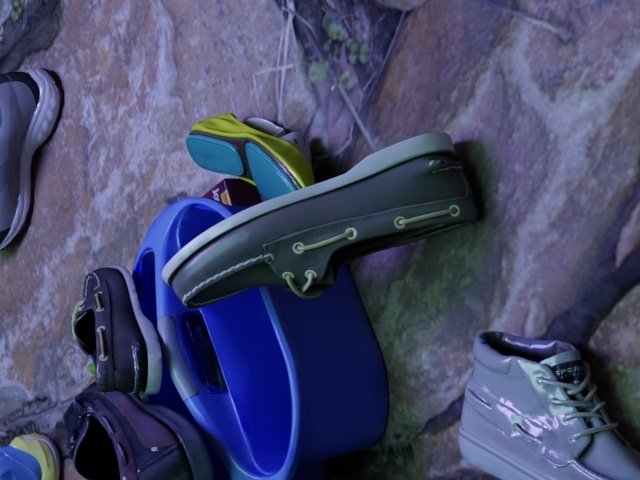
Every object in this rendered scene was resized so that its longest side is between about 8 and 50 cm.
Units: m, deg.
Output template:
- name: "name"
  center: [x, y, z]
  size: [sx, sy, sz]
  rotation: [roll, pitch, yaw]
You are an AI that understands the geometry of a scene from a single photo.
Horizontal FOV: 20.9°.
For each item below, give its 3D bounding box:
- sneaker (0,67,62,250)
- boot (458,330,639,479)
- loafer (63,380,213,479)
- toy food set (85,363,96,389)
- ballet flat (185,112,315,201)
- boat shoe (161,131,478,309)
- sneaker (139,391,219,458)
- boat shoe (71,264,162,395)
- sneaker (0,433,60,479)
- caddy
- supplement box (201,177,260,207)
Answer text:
- name: "sneaker"
  center: [-0.426, -0.103, 2.253]
  size: [0.100, 0.108, 0.271]
  rotation: [42, 123, 40]
- name: "boot"
  center: [0.211, 0.156, 1.485]
  size: [0.258, 0.095, 0.123]
  rotation: [18, 111, 50]
- name: "loafer"
  center: [-0.214, 0.210, 1.784]
  size: [0.302, 0.095, 0.109]
  rotation: [7, 115, 61]
- name: "toy food set"
  center: [-0.239, 0.198, 2.080]
  size: [0.132, 0.038, 0.192]
  rotation: [-8, 84, 50]
- name: "ballet flat"
  center: [-0.056, -0.090, 1.826]
  size: [0.231, 0.077, 0.077]
  rotation: [27, 140, 50]
- name: "boat shoe"
  center: [-0.001, -0.001, 1.636]
  size: [0.305, 0.109, 0.091]
  rotation: [-24, 77, 2]
- name: "sneaker"
  center: [-0.168, 0.169, 1.926]
  size: [0.109, 0.123, 0.295]
  rotation: [-57, 49, 34]
- name: "boat shoe"
  center: [-0.221, 0.088, 1.800]
  size: [0.228, 0.068, 0.081]
  rotation: [-129, 40, -60]
- name: "sneaker"
  center: [-0.405, 0.367, 2.214]
  size: [0.091, 0.126, 0.240]
  rotation: [5, 94, 51]
- name: "caddy"
  center: [-0.085, 0.118, 1.783]
  size: [0.241, 0.179, 0.341]
  rotation: [-44, 58, 41]
- name: "supplement box"
  center: [-0.105, -0.027, 1.911]
  size: [0.083, 0.043, 0.055]
  rotation: [-37, 62, 44]
